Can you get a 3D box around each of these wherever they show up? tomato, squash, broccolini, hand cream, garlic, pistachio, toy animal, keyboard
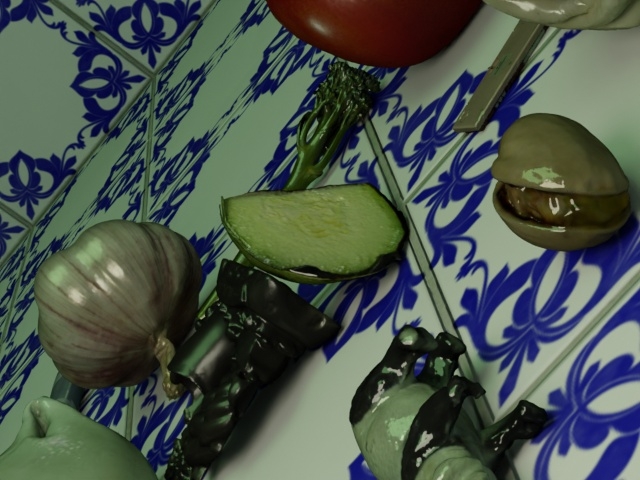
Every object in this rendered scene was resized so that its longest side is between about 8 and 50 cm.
[{"bbox_3d":[0.085,-0.336,1.784,0.298,0.226,0.298,-41,17,15],"label":"tomato"},{"bbox_3d":[-0.002,0.019,1.522,0.184,0.192,0.085,-121,29,-54],"label":"squash"},{"bbox_3d":[-0.046,-0.059,1.882,0.079,0.074,0.392,29,82,31],"label":"broccolini"},{"bbox_3d":[-0.383,0.212,2.226,0.079,0.048,0.255,-49,17,17],"label":"hand cream"},{"bbox_3d":[-0.233,0.111,1.853,0.245,0.245,0.253,-51,53,7],"label":"garlic"},{"bbox_3d":[0.193,-0.044,1.167,0.113,0.113,0.149,-51,32,6],"label":"pistachio"},{"bbox_3d":[0.087,0.144,1.079,0.121,0.094,0.225,-61,26,6],"label":"toy animal"},{"bbox_3d":[0.198,-0.182,1.550,0.166,0.017,0.055,-57,22,-12],"label":"keyboard"}]

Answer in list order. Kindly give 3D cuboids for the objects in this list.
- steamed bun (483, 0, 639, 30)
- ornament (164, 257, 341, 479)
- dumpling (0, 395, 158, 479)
[{"bbox_3d":[0.232,-0.331,1.353,0.219,0.309,0.324,98,-165,-66],"label":"steamed bun"},{"bbox_3d":[-0.106,0.160,1.559,0.260,0.106,0.251,-61,16,-7],"label":"ornament"},{"bbox_3d":[-0.288,0.315,1.524,0.270,0.212,0.320,-42,10,41],"label":"dumpling"}]
